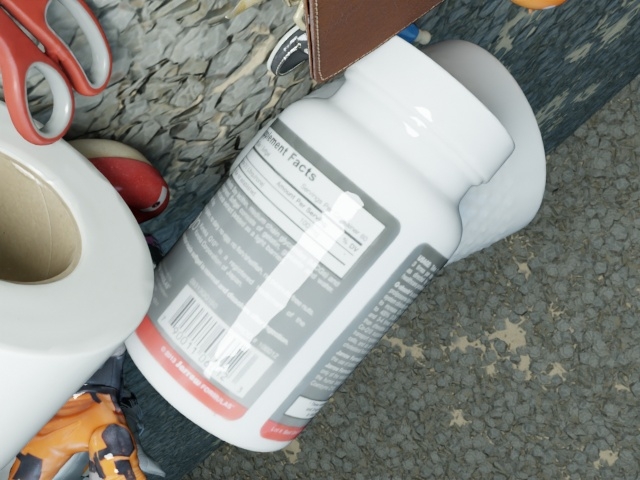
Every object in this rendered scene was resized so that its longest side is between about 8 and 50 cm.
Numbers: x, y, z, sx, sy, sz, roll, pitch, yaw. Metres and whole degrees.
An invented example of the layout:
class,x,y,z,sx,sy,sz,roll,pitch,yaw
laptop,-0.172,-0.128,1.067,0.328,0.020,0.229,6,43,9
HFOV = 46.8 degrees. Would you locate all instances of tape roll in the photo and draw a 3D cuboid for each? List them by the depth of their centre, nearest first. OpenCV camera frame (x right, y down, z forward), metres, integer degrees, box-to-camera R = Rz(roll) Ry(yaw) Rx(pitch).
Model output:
class,x,y,z,sx,sy,sz,roll,pitch,yaw
tape roll,-0.262,0.029,0.501,0.169,0.246,0.246,-45,165,22

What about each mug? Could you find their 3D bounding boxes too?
class,x,y,z,sx,sy,sz,roll,pitch,yaw
mug,0.061,-0.051,0.982,0.328,0.276,0.374,-24,155,-19

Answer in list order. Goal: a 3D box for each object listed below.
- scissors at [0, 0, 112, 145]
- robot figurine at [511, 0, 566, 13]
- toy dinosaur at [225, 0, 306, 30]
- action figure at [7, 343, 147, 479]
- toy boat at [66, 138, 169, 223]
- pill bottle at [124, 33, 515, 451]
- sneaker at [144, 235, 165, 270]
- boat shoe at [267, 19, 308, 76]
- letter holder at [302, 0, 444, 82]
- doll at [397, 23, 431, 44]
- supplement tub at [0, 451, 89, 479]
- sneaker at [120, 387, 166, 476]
class,x,y,z,sx,sy,sz,roll,pitch,yaw
scissors,-0.213,-0.169,0.451,0.297,0.021,0.109,66,44,-60
robot figurine,0.283,-0.365,0.867,0.158,0.128,0.219,-35,168,-45
toy dinosaur,-0.024,-0.243,0.678,0.183,0.053,0.092,-43,152,-12
action figure,-0.307,0.189,0.829,0.342,0.330,0.178,-12,166,24
toy boat,-0.238,0.014,0.702,0.231,0.151,0.151,-39,166,2
pill bottle,0.000,0.000,0.699,0.363,0.210,0.210,-50,165,5
sneaker,-0.239,0.057,1.017,0.077,0.072,0.178,-26,158,-8
boat shoe,-0.002,-0.218,0.798,0.125,0.038,0.046,-40,166,5
letter holder,0.069,-0.286,0.542,0.302,0.152,0.214,-37,168,-6
doll,0.091,-0.267,0.775,0.189,0.129,0.046,-37,-149,-24
supplement tub,-0.385,0.265,1.031,0.194,0.193,0.316,-35,168,-14
sneaker,-0.392,0.399,1.408,0.137,0.210,0.366,-37,166,-6
